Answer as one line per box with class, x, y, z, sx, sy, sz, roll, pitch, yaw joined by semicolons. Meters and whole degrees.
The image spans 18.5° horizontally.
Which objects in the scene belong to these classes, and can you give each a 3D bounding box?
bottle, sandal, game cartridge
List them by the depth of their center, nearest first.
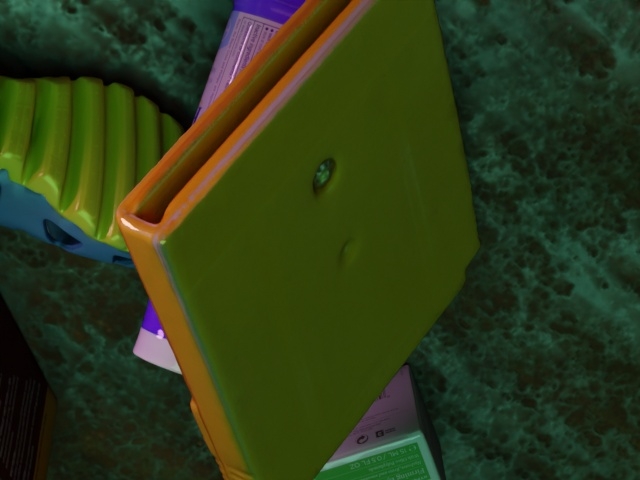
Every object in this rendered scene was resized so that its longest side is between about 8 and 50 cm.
game cartridge;0.000;0.000;1.341;0.052;0.285;0.324;24;149;29
bottle;-0.054;-0.043;1.374;0.092;0.118;0.283;20;91;9
sandal;-0.224;-0.057;1.429;0.317;0.126;0.138;22;152;-21

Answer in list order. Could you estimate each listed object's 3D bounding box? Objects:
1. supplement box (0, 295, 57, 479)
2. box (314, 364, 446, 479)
supplement box;-0.299;0.115;1.459;0.129;0.191;0.194;-19;117;8
box;0.041;0.170;1.551;0.101;0.102;0.087;-18;119;6
